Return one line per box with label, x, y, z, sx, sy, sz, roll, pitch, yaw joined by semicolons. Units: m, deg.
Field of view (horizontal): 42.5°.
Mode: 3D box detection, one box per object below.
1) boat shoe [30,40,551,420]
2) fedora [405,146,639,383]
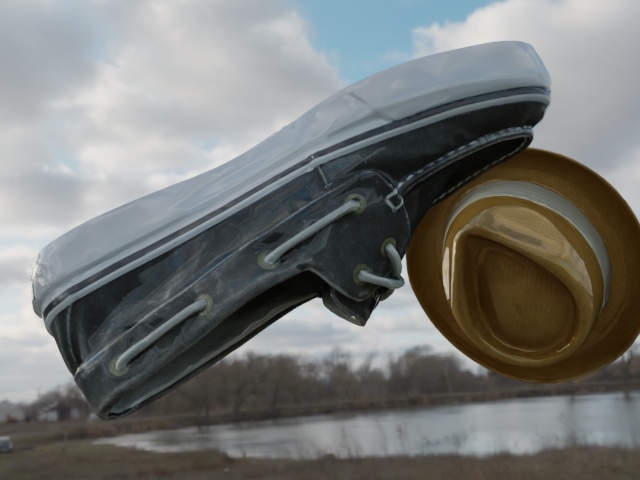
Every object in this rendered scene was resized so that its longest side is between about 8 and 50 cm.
boat shoe;0.000;0.000;0.493;0.335;0.119;0.121;-27;-17;-1
fedora;0.145;0.029;0.602;0.194;0.194;0.079;-7;15;23
